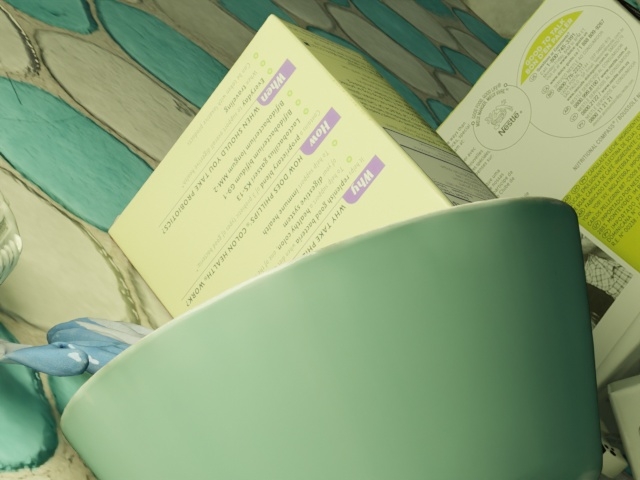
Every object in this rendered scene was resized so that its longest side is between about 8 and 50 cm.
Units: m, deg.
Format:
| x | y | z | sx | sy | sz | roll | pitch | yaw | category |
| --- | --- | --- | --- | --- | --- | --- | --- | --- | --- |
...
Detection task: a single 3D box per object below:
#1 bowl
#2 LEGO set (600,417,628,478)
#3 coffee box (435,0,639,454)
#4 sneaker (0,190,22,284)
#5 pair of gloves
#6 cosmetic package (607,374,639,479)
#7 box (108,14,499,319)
| x | y | z | sx | sy | sz | roll | pitch | yaw | category |
| --- | --- | --- | --- | --- | --- | --- | --- | --- | --- |
| 0.030 | 0.118 | 1.022 | 0.311 | 0.311 | 0.163 | 7 | 57 | -62 | bowl |
| 0.163 | 0.127 | 1.601 | 0.093 | 0.087 | 0.227 | 22 | 29 | -38 | LEGO set |
| 0.324 | -0.013 | 1.868 | 0.337 | 0.338 | 0.334 | 19 | 25 | -51 | coffee box |
| -0.219 | 0.003 | 1.096 | 0.095 | 0.090 | 0.235 | 39 | 15 | -25 | sneaker |
| -0.120 | 0.063 | 1.102 | 0.159 | 0.023 | 0.198 | 6 | 3 | 27 | pair of gloves |
| 0.354 | 0.172 | 1.584 | 0.151 | 0.184 | 0.151 | 17 | 56 | -82 | cosmetic package |
| 0.000 | 0.000 | 1.341 | 0.117 | 0.213 | 0.243 | 17 | 26 | -51 | box |
